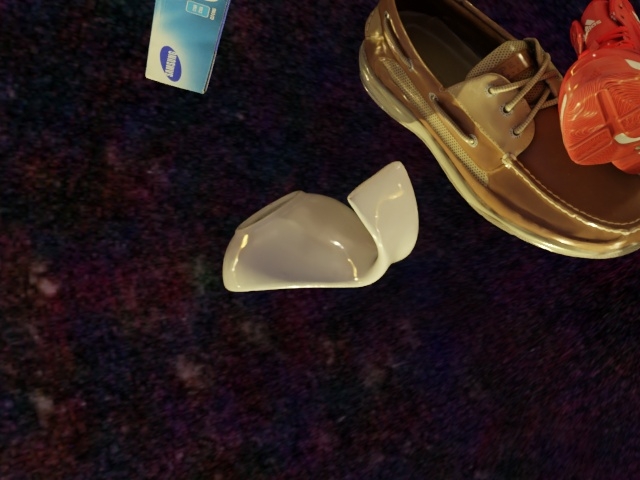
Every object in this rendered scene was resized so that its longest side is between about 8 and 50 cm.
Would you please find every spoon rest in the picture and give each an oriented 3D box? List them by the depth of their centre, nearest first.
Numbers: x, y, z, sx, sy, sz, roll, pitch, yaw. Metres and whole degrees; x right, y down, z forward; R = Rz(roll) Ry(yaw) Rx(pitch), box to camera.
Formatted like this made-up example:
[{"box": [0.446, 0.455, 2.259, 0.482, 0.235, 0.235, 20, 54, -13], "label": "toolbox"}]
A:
[{"box": [0.000, 0.000, 0.915, 0.084, 0.137, 0.276, 58, 155, -9], "label": "spoon rest"}]

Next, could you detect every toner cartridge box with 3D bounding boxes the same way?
[{"box": [-0.116, -0.299, 1.075, 0.075, 0.348, 0.165, 15, 71, -8], "label": "toner cartridge box"}]

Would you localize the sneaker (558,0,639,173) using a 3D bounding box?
[{"box": [0.205, -0.127, 0.776, 0.087, 0.221, 0.128, -29, 70, 19], "label": "sneaker"}]

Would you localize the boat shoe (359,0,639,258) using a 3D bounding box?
[{"box": [0.151, -0.110, 0.888, 0.123, 0.116, 0.324, -38, 64, -24], "label": "boat shoe"}]
